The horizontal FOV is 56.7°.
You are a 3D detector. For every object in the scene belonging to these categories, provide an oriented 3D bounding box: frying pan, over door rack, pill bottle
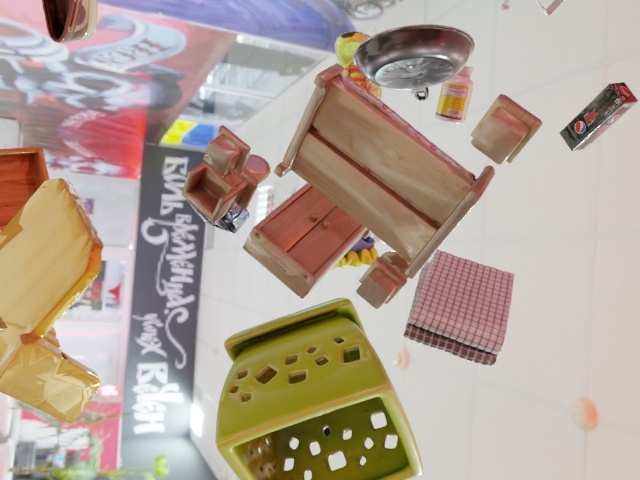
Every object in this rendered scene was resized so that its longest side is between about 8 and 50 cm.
[{"bbox_3d":[0.142,-0.286,1.033,0.326,0.197,0.053,137,-49,-78],"label":"frying pan"},{"bbox_3d":[0.436,-0.663,1.478,0.108,0.324,0.239,-53,-122,30],"label":"over door rack"},{"bbox_3d":[0.283,-0.307,1.241,0.065,0.065,0.116,-132,-131,-61],"label":"pill bottle"}]

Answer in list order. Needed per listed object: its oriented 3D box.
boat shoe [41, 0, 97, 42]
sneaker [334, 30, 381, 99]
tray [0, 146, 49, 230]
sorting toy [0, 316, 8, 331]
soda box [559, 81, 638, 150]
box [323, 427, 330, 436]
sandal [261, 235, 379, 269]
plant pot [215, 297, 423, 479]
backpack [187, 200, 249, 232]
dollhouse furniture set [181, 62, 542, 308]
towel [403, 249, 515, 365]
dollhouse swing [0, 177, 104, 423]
[{"bbox_3d":[-0.546,-0.588,1.247,0.123,0.123,0.342,-64,168,-59],"label":"boat shoe"},{"bbox_3d":[0.079,-0.300,1.130,0.208,0.081,0.094,61,29,-52],"label":"sneaker"},{"bbox_3d":[-0.860,-0.106,1.414,0.076,0.411,0.202,-8,-85,43],"label":"tray"},{"bbox_3d":[-0.536,0.046,0.773,0.046,0.274,0.132,-47,-134,11],"label":"sorting toy"},{"bbox_3d":[0.622,-0.276,1.335,0.060,0.053,0.169,66,-31,22],"label":"soda box"},{"bbox_3d":[0.021,0.336,1.341,0.077,0.147,0.180,-37,-176,20],"label":"box"},{"bbox_3d":[0.000,0.000,1.306,0.126,0.317,0.138,16,-69,44],"label":"sandal"},{"bbox_3d":[-0.007,0.224,0.837,0.207,0.227,0.228,-107,176,-52],"label":"plant pot"},{"bbox_3d":[-0.185,-0.072,1.119,0.084,0.105,0.114,-55,150,-21],"label":"backpack"},{"bbox_3d":[0.037,-0.115,0.690,0.174,0.303,0.355,-45,171,-45],"label":"dollhouse furniture set"},{"bbox_3d":[0.349,0.168,1.502,0.283,0.235,0.121,-60,165,-49],"label":"towel"},{"bbox_3d":[-0.522,0.108,1.219,0.347,0.305,0.315,48,-7,38],"label":"dollhouse swing"}]
